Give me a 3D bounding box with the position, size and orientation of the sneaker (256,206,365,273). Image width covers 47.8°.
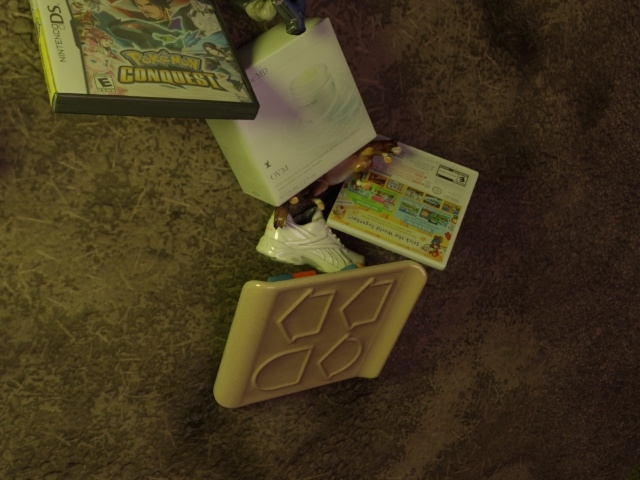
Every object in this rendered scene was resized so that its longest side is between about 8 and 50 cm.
[{"bbox_3d":[0.000,0.000,1.335,0.232,0.090,0.115,16,92,-36],"label":"sneaker"}]

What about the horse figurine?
[{"bbox_3d":[0.024,-0.114,1.261,0.263,0.174,0.066,-25,113,6],"label":"horse figurine"}]

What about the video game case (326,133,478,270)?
[{"bbox_3d":[0.153,-0.077,1.325,0.227,0.026,0.206,22,69,5],"label":"video game case"}]

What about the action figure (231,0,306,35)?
[{"bbox_3d":[-0.143,-0.462,1.094,0.330,0.178,0.341,11,69,-40],"label":"action figure"}]

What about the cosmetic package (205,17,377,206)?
[{"bbox_3d":[-0.060,-0.217,1.198,0.224,0.138,0.224,-37,120,-18],"label":"cosmetic package"}]

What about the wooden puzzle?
[{"bbox_3d":[-0.010,0.159,1.328,0.348,0.080,0.322,-4,133,-28],"label":"wooden puzzle"}]

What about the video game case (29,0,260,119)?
[{"bbox_3d":[-0.247,-0.268,1.007,0.275,0.248,0.035,-3,143,-29],"label":"video game case"}]
